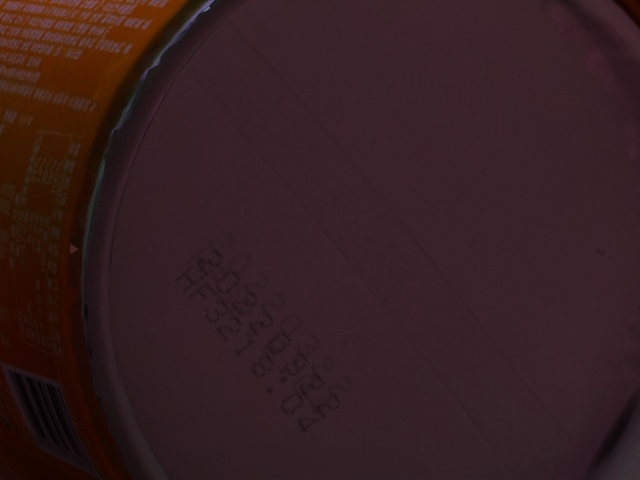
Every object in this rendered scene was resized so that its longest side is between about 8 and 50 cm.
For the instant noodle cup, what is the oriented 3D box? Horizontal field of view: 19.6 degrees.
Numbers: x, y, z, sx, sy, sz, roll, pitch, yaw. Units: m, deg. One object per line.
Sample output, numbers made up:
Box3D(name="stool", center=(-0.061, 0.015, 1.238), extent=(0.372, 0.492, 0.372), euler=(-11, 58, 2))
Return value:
Box3D(name="instant noodle cup", center=(0.000, 0.000, 0.484), extent=(0.215, 0.216, 0.172), euler=(-8, 8, -18))
